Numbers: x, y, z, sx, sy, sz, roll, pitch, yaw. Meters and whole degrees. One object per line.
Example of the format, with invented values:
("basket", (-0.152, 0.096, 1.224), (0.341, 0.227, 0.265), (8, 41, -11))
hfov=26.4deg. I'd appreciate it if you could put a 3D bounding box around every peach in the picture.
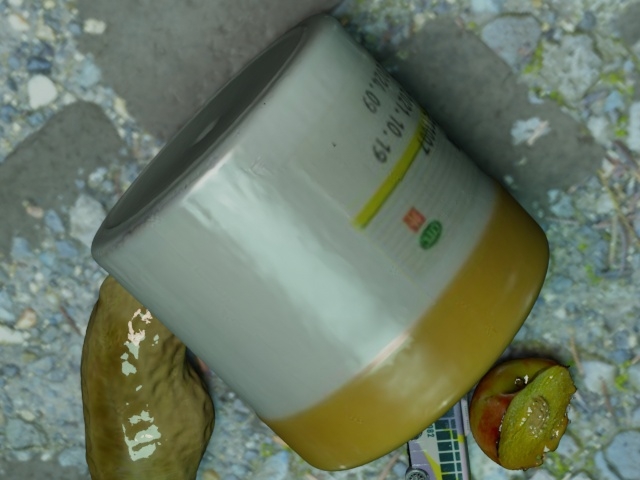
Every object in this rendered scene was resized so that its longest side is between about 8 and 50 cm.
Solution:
("peach", (0.158, 0.134, 1.097), (0.098, 0.061, 0.098), (-24, 129, -32))

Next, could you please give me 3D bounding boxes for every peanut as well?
("peanut", (-0.141, 0.123, 1.105), (0.108, 0.095, 0.226), (-5, 112, -9))

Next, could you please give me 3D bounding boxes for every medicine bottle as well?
("medicine bottle", (0.000, 0.000, 0.952), (0.238, 0.238, 0.232), (-39, 105, 20))

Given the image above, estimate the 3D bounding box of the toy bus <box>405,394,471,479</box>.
("toy bus", (0.095, 0.157, 1.120), (0.058, 0.052, 0.102), (-5, 116, 7))
